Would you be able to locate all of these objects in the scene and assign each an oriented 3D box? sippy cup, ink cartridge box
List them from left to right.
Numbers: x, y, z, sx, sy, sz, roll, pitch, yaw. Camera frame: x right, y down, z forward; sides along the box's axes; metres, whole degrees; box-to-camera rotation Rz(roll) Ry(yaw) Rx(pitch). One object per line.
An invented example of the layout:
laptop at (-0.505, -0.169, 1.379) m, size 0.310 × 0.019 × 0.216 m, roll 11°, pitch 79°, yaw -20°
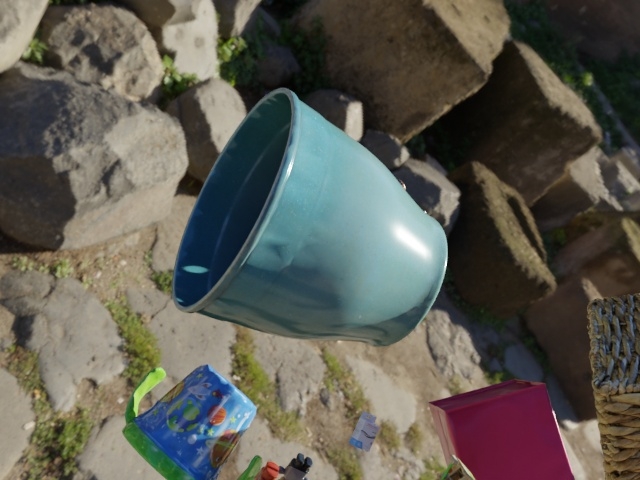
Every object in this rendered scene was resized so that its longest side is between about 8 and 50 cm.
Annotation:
sippy cup at (-0.267, 0.399, 1.378) m, size 0.305 × 0.240 × 0.224 m, roll 43°, pitch 72°, yaw -6°
ink cartridge box at (0.110, 0.463, 1.541) m, size 0.048 × 0.028 × 0.083 m, roll 31°, pitch 78°, yaw -28°

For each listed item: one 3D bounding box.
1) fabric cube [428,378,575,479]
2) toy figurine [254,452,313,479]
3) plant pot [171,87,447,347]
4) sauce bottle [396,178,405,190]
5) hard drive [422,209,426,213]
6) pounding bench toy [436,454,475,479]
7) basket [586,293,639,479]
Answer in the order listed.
fabric cube at (0.435, 0.502, 1.563) m, size 0.259 × 0.254 × 0.258 m, roll 81°, pitch -7°, yaw -80°
toy figurine at (-0.080, 0.693, 1.684) m, size 0.213 × 0.148 × 0.209 m, roll 44°, pitch 21°, yaw 29°
plant pot at (0.000, 0.000, 0.761) m, size 0.255 × 0.272 × 0.272 m, roll 25°, pitch 38°, yaw -24°
sauce bottle at (0.148, -0.101, 1.529) m, size 0.128 × 0.042 × 0.042 m, roll -37°, pitch 85°, yaw -22°
hard drive at (0.155, -0.009, 1.872) m, size 0.339 × 0.237 × 0.064 m, roll 17°, pitch 37°, yaw 36°
pounding bench toy at (0.274, 0.492, 1.322) m, size 0.083 × 0.065 × 0.052 m, roll 50°, pitch 2°, yaw -18°
basket at (0.463, 0.212, 0.803) m, size 0.299 × 0.213 × 0.223 m, roll -35°, pitch 115°, yaw -64°
